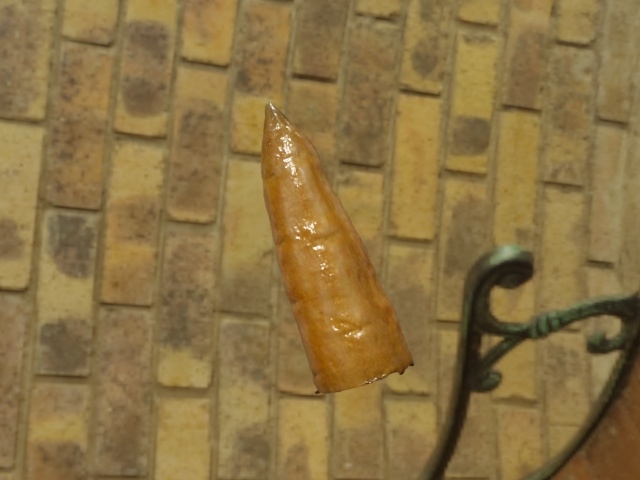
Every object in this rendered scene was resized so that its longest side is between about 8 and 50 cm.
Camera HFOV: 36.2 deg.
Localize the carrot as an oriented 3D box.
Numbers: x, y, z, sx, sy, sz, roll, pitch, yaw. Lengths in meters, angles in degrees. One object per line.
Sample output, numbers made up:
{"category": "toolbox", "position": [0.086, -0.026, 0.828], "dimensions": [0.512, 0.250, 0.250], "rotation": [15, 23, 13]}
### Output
{"category": "carrot", "position": [0.000, 0.000, 0.676], "dimensions": [0.072, 0.072, 0.205], "rotation": [-25, 83, 69]}
